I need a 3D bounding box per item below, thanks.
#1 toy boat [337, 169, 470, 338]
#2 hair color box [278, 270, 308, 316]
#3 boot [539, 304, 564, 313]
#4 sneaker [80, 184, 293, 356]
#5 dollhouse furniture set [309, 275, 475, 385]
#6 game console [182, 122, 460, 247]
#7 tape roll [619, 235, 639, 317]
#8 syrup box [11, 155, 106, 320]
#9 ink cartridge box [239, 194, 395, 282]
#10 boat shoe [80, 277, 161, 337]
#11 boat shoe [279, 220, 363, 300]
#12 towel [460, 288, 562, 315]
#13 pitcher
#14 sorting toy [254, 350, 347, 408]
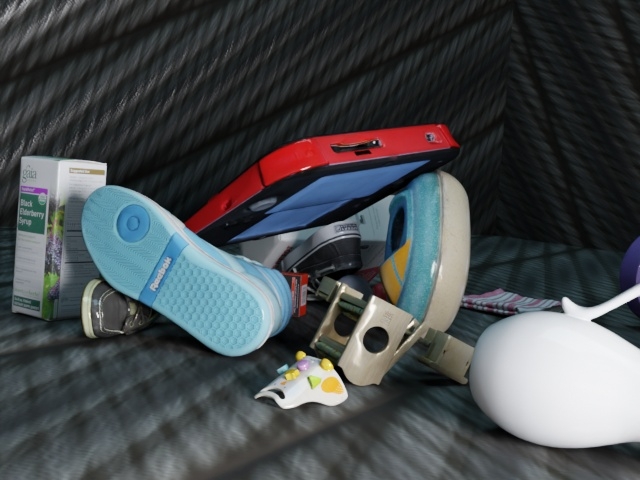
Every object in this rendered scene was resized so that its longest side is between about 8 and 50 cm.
[{"bbox_3d":[0.126,0.048,1.495,0.148,0.267,0.318,11,-28,-12],"label":"toy boat"},{"bbox_3d":[-0.095,0.085,1.570,0.141,0.071,0.043,4,4,16],"label":"hair color box"},{"bbox_3d":[0.416,0.132,1.637,0.119,0.042,0.087,1,-1,-40],"label":"boot"},{"bbox_3d":[-0.176,0.043,1.312,0.319,0.127,0.208,39,9,14],"label":"sneaker"},{"bbox_3d":[0.076,0.135,1.184,0.161,0.101,0.182,28,-4,-18],"label":"dollhouse furniture set"},{"bbox_3d":[-0.006,-0.070,1.432,0.387,0.060,0.342,-11,-17,-43],"label":"game console"},{"bbox_3d":[0.633,0.067,1.657,0.189,0.188,0.080,4,5,-3],"label":"tape roll"},{"bbox_3d":[-0.393,-0.006,1.412,0.093,0.236,0.096,8,6,35],"label":"syrup box"},{"bbox_3d":[0.000,0.000,1.918,0.283,0.117,0.207,1,-28,-25],"label":"ink cartridge box"},{"bbox_3d":[-0.269,0.090,1.304,0.074,0.080,0.223,-1,0,4],"label":"boat shoe"},{"bbox_3d":[0.009,0.060,1.751,0.113,0.104,0.306,-6,-16,-25],"label":"boat shoe"},{"bbox_3d":[0.355,0.117,1.769,0.144,0.029,0.197,0,4,-34],"label":"towel"},{"bbox_3d":[0.253,0.110,0.870,0.207,0.177,0.125,8,-4,37],"label":"pitcher"},{"bbox_3d":[-0.029,0.155,0.996,0.075,0.044,0.083,-25,22,-38],"label":"sorting toy"}]
